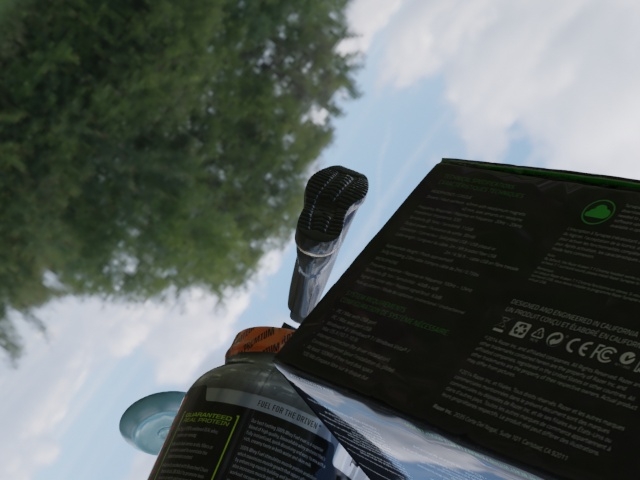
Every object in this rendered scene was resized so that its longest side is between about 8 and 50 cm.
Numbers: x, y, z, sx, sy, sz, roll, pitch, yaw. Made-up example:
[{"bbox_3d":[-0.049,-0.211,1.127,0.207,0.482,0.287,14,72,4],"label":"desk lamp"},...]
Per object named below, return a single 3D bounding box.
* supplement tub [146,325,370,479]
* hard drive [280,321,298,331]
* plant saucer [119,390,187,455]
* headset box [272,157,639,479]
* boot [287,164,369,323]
[{"bbox_3d":[-0.066,0.248,0.952,0.193,0.194,0.316,-33,-150,57],"label":"supplement tub"},{"bbox_3d":[-0.044,0.193,1.500,0.022,0.094,0.135,25,-94,57],"label":"hard drive"},{"bbox_3d":[-0.197,0.241,1.366,0.119,0.119,0.021,-47,-143,24],"label":"plant saucer"},{"bbox_3d":[0.159,0.120,0.449,0.131,0.283,0.246,-49,-146,-20],"label":"headset box"},{"bbox_3d":[0.000,0.000,1.367,0.198,0.077,0.137,-56,162,-53],"label":"boot"}]
